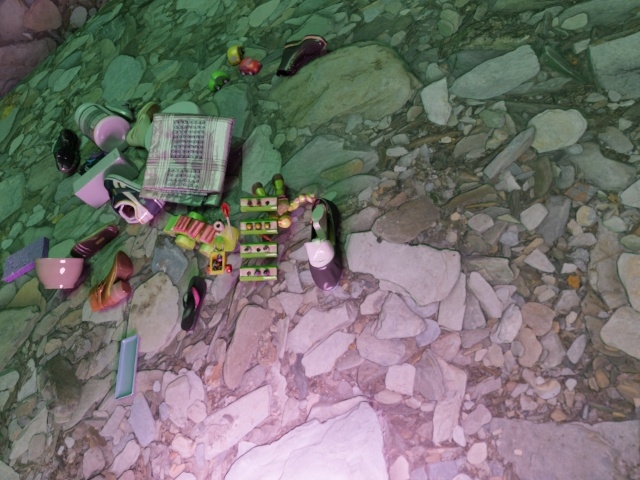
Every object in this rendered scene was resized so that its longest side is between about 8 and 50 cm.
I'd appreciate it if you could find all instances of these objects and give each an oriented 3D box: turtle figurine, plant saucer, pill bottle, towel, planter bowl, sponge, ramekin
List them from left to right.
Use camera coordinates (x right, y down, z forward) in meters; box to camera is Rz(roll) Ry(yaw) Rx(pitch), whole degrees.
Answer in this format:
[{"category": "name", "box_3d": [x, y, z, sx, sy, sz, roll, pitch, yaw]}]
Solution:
[{"category": "sponge", "box_3d": [-1.191, 0.075, 2.092, 0.210, 0.031, 0.117, -28, 51, 12]}, {"category": "planter bowl", "box_3d": [-0.935, 0.119, 1.848, 0.162, 0.162, 0.109, -4, 85, 28]}, {"category": "pill bottle", "box_3d": [-0.941, -0.493, 2.229, 0.283, 0.161, 0.161, 33, 80, 40]}, {"category": "plant saucer", "box_3d": [-0.577, 0.379, 1.550, 0.067, 0.018, 0.192, -21, 53, 17]}, {"category": "ramekin", "box_3d": [-0.522, -0.388, 1.938, 0.277, 0.135, 0.277, -15, 54, 22]}, {"category": "towel", "box_3d": [-0.462, -0.280, 1.768, 0.313, 0.056, 0.324, 7, 85, 13]}, {"category": "turtle figurine", "box_3d": [-0.142, -0.100, 1.562, 0.270, 0.087, 0.217, -34, 50, 6]}]

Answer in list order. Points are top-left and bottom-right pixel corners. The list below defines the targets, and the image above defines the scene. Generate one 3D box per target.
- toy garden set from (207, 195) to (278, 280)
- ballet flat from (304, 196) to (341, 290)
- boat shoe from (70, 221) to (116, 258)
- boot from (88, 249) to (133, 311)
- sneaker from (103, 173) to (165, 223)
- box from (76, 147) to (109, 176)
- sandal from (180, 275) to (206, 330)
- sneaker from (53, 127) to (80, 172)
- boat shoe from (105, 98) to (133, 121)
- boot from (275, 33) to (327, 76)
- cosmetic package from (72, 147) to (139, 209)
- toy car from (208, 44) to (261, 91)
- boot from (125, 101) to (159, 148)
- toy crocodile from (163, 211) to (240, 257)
[{"category": "toy garden set", "box_3d": [-0.225, -0.007, 1.477, 0.204, 0.049, 0.244, -2, 83, 8]}, {"category": "ballet flat", "box_3d": [0.000, 0.000, 1.411, 0.095, 0.096, 0.280, -16, 54, 20]}, {"category": "boat shoe", "box_3d": [-0.845, -0.003, 1.930, 0.190, 0.068, 0.072, -31, 37, -4]}, {"category": "boot", "box_3d": [-0.720, 0.136, 1.757, 0.152, 0.073, 0.197, -29, 48, 16]}, {"category": "sneaker", "box_3d": [-0.720, -0.151, 1.904, 0.321, 0.126, 0.127, 19, 66, 35]}, {"category": "box", "box_3d": [-0.968, -0.331, 2.227, 0.116, 0.029, 0.162, 33, 81, 40]}, {"category": "sandal", "box_3d": [-0.387, 0.182, 1.552, 0.067, 0.040, 0.179, -11, 56, 24]}, {"category": "sneaker", "box_3d": [-1.159, -0.391, 2.351, 0.106, 0.101, 0.267, -40, 45, 28]}, {"category": "boat shoe", "box_3d": [-0.896, -0.597, 2.324, 0.228, 0.079, 0.081, 27, 81, 42]}, {"category": "boot", "box_3d": [-0.071, -0.675, 1.913, 0.198, 0.077, 0.136, 0, 65, 45]}, {"category": "cosmetic package", "box_3d": [-0.848, -0.244, 2.046, 0.231, 0.117, 0.085, -37, 49, 2]}, {"category": "toy car", "box_3d": [-0.374, -0.697, 2.104, 0.225, 0.053, 0.239, -40, 49, 2]}, {"category": "boot", "box_3d": [-0.694, -0.469, 2.128, 0.165, 0.077, 0.213, 18, 76, 37]}, {"category": "toy crocodile", "box_3d": [-0.384, -0.026, 1.643, 0.341, 0.105, 0.115, 16, 70, 37]}]
